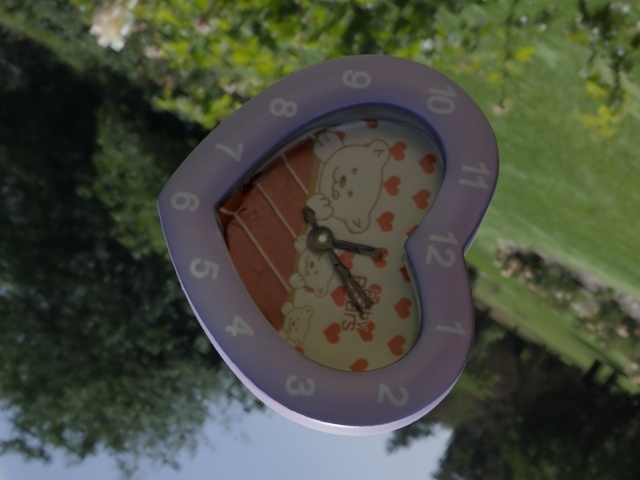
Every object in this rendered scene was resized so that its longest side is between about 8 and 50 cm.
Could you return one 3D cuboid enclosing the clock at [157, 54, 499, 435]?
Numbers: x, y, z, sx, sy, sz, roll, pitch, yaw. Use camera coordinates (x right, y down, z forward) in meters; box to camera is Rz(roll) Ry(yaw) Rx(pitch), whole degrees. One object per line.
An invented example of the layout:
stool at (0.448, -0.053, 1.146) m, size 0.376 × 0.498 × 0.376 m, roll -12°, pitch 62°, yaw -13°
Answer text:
clock at (0.000, 0.000, 0.699) m, size 0.172 × 0.198 × 0.064 m, roll 9°, pitch 164°, yaw 2°
